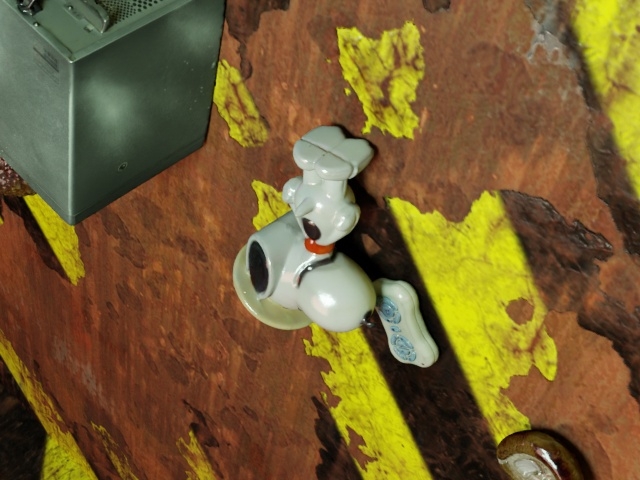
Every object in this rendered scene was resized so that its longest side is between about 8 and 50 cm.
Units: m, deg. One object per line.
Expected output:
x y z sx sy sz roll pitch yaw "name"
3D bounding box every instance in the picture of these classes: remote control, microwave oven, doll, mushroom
0.103 0.103 1.407 0.074 0.032 0.122 5 125 51 "remote control"
-0.359 -0.300 1.426 0.432 0.236 0.374 42 148 17 "microwave oven"
-0.015 -0.014 1.370 0.208 0.144 0.271 16 127 38 "doll"
0.265 0.271 1.337 0.123 0.052 0.123 40 154 24 "mushroom"

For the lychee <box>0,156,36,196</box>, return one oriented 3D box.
-0.449 -0.162 1.753 0.194 0.194 0.194 34 144 29 "lychee"
